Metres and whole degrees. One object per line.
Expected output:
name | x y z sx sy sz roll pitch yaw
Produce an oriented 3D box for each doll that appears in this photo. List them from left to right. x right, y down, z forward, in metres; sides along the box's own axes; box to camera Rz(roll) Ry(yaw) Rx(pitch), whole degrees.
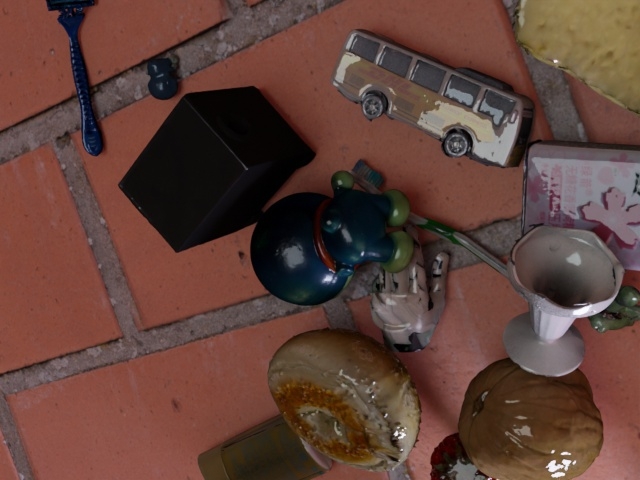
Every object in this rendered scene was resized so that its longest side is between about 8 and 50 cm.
doll | -0.309 -0.312 1.862 0.076 0.050 0.083 -5 101 34
doll | 0.000 0.001 1.660 0.322 0.186 0.198 -30 56 44
doll | 0.442 0.095 1.482 0.115 0.150 0.077 33 71 19

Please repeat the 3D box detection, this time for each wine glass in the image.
wine glass | 0.350 0.094 1.434 0.165 0.165 0.196 24 143 23

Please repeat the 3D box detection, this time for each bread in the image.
bread | 0.052 0.272 1.700 0.306 0.159 0.305 28 140 26
bread | 0.448 -0.278 1.271 0.279 0.315 0.248 48 124 30

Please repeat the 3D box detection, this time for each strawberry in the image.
strawberry | 0.248 0.395 1.632 0.145 0.086 0.145 1 92 18

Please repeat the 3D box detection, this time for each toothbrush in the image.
toothbrush | 0.213 -0.008 1.640 0.418 0.042 0.040 38 85 18

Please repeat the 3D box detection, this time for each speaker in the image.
speaker | -0.177 -0.136 1.707 0.184 0.254 0.232 49 120 10

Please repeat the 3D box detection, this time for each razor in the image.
razor | -0.483 -0.332 1.957 0.056 0.093 0.324 -153 54 -66

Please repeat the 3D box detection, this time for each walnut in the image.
walnut | 0.337 0.287 1.536 0.228 0.228 0.228 7 105 28

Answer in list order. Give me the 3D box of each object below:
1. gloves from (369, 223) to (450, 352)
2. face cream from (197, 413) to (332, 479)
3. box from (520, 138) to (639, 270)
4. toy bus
gloves | 0.149 0.080 1.663 0.128 0.111 0.212 7 112 33
face cream | -0.116 0.439 1.914 0.285 0.067 0.139 -31 85 30
box | 0.482 -0.048 1.441 0.370 0.112 0.190 5 103 28
toy bus | 0.183 -0.231 1.578 0.343 0.097 0.138 27 107 23
